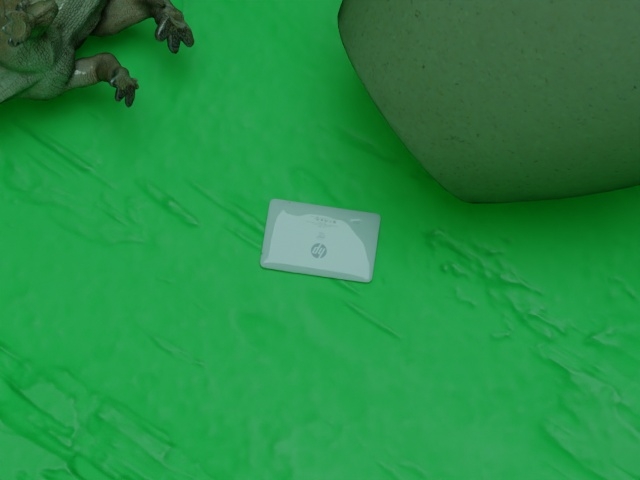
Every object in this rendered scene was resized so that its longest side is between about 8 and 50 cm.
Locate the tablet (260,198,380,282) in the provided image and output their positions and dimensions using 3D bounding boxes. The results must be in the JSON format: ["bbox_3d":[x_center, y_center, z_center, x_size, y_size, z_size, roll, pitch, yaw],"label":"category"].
[{"bbox_3d":[0.000,0.000,1.355,0.083,0.006,0.054,8,73,2],"label":"tablet"}]

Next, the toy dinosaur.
[{"bbox_3d":[-0.214,-0.175,1.355,0.200,0.127,0.296,11,50,39],"label":"toy dinosaur"}]

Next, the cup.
[{"bbox_3d":[0.153,-0.158,1.272,0.237,0.331,0.331,-34,75,16],"label":"cup"}]
